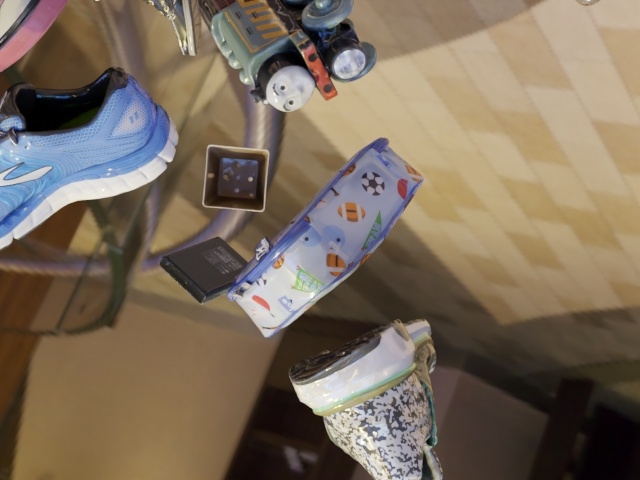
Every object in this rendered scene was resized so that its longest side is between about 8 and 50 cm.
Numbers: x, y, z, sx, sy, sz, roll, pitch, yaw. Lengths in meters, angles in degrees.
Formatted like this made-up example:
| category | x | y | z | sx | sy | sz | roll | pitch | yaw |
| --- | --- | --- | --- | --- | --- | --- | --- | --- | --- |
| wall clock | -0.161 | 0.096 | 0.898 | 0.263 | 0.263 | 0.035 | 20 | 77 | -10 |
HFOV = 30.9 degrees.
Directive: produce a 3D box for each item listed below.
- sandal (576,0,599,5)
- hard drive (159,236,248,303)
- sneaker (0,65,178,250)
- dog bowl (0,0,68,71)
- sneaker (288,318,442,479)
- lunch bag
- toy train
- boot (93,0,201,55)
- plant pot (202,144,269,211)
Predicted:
| category | x | y | z | sx | sy | sz | roll | pitch | yaw |
| --- | --- | --- | --- | --- | --- | --- | --- | --- | --- |
| sandal | 0.321 | -0.380 | 1.543 | 0.049 | 0.072 | 0.180 | 23 | -153 | -46 |
| hard drive | -0.168 | 0.043 | 1.752 | 0.094 | 0.022 | 0.135 | 41 | -149 | 17 |
| sneaker | -0.327 | -0.095 | 1.232 | 0.130 | 0.330 | 0.147 | -114 | -2 | -47 |
| dog bowl | -0.439 | -0.378 | 1.449 | 0.408 | 0.408 | 0.150 | 7 | 165 | 44 |
| sneaker | 0.073 | 0.198 | 1.301 | 0.158 | 0.182 | 0.410 | -24 | 172 | 10 |
| lunch bag | 0.000 | 0.000 | 1.642 | 0.115 | 0.303 | 0.243 | 47 | 146 | -2 |
| toy train | -0.052 | -0.304 | 1.670 | 0.142 | 0.190 | 0.334 | 59 | 180 | -43 |
| boot | -0.313 | -0.434 | 2.049 | 0.178 | 0.236 | 0.085 | -8 | -157 | 7 |
| plant pot | -0.149 | -0.112 | 2.056 | 0.109 | 0.109 | 0.096 | 5 | -176 | -2 |
